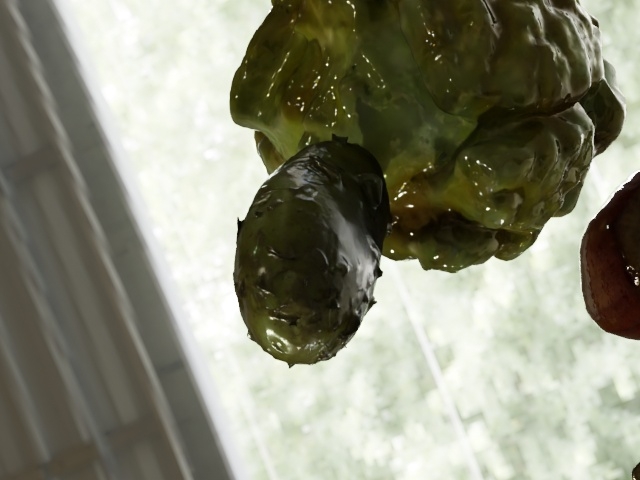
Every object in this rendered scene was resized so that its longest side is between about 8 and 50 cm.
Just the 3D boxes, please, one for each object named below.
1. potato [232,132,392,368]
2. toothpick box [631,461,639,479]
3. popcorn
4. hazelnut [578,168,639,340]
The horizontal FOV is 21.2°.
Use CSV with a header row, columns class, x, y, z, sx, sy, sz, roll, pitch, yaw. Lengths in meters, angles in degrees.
class,x,y,z,sx,sy,sz,roll,pitch,yaw
potato,0.000,0.000,1.157,0.225,0.090,0.117,-65,-35,-58
toothpick box,0.384,0.292,1.429,0.308,0.190,0.187,45,-142,-63
popcorn,0.076,-0.129,1.356,0.335,0.274,0.279,49,148,34
hazelnut,0.382,0.016,1.920,0.212,0.181,0.181,-60,-28,-13
